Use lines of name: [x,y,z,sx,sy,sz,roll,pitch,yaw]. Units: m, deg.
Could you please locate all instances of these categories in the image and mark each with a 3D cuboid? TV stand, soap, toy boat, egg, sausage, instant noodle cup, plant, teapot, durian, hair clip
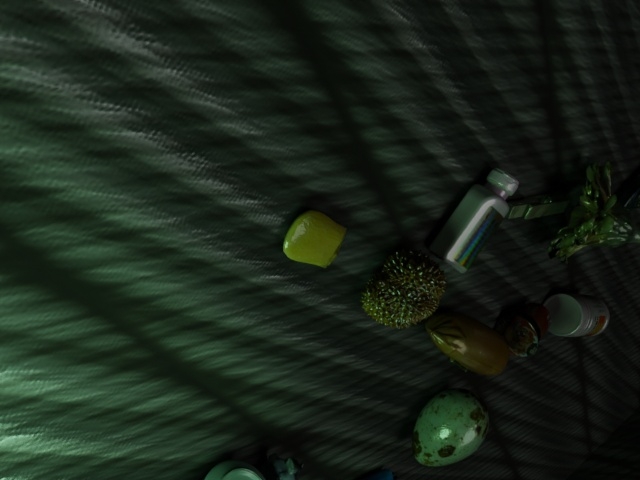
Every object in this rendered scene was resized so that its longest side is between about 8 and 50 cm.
TV stand: [0.506,-0.080,1.622,0.249,0.042,0.036,-10,130,-43]
soap: [0.000,0.000,1.137,0.169,0.033,0.089,17,108,-53]
toy boat: [0.946,-0.155,1.998,0.246,0.103,0.092,-36,142,-18]
egg: [0.331,0.486,1.794,0.231,0.169,0.169,-45,144,0]
sausage: [0.350,0.241,1.642,0.116,0.134,0.354,-35,150,16]
instant noodle cup: [0.560,0.233,1.887,0.136,0.127,0.127,-26,137,-44]
plant: [0.681,-0.022,1.702,0.261,0.297,0.305,-40,-168,30]
teapot: [-0.177,0.495,1.272,0.232,0.159,0.158,20,104,-36]
durian: [0.164,0.094,1.317,0.168,0.136,0.158,20,125,-44]
hair clip: [-0.081,0.489,1.377,0.052,0.124,0.195,6,130,-24]

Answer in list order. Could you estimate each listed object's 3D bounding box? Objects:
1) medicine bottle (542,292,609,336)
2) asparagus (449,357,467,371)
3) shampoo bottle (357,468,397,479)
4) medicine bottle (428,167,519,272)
medicine bottle: [0.767,0.224,2.089,0.250,0.133,0.133,11,111,-51]
asparagus: [0.364,0.325,1.824,0.015,0.018,0.127,-24,149,20]
shampoo bottle: [0.132,0.645,1.805,0.183,0.050,0.087,-1,117,-48]
medicine bottle: [0.316,-0.043,1.412,0.219,0.078,0.115,-55,141,3]
